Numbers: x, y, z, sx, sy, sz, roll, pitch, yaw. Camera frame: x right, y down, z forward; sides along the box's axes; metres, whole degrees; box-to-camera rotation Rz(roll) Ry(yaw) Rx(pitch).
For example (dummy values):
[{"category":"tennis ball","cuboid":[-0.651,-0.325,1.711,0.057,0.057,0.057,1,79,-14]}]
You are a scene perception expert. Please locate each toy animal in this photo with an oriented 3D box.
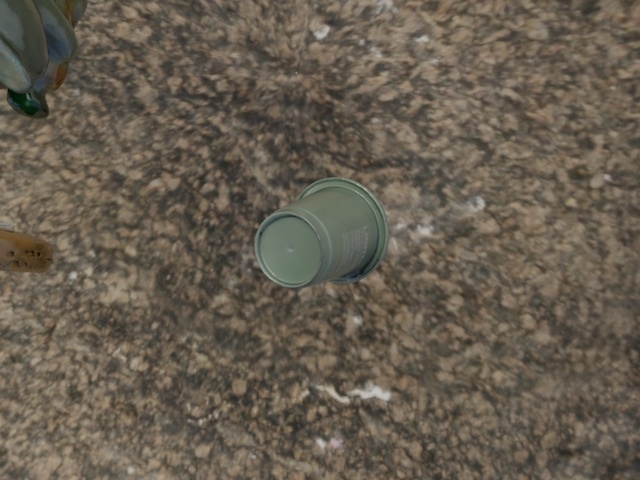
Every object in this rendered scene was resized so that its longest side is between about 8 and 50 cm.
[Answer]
[{"category":"toy animal","cuboid":[-0.240,-0.171,0.544,0.125,0.251,0.127,7,116,-7]}]

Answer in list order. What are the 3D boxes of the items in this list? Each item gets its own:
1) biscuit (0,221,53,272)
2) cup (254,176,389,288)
[{"category":"biscuit","cuboid":[-0.317,-0.013,0.427,0.216,0.340,0.047,4,87,39]},{"category":"cup","cuboid":[0.000,0.000,0.755,0.120,0.141,0.120,6,106,23]}]
